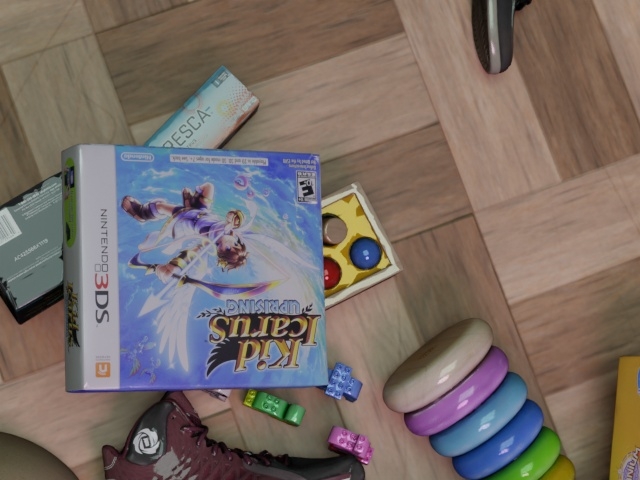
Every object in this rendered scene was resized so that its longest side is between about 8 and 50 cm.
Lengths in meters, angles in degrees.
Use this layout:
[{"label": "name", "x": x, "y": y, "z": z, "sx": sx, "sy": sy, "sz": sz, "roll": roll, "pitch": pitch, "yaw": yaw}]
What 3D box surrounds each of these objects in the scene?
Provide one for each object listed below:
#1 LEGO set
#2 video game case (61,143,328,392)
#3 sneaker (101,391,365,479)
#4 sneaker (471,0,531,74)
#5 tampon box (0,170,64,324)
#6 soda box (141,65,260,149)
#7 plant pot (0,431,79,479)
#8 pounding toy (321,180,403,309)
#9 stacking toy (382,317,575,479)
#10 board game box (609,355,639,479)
[{"label": "LEGO set", "x": -0.030, "y": 0.154, "z": 1.899, "sx": 0.227, "sy": 0.093, "sz": 0.087, "roll": 23, "pitch": 75, "yaw": -4}, {"label": "video game case", "x": -0.125, "y": 0.030, "z": 1.788, "sx": 0.270, "sy": 0.061, "sz": 0.244, "roll": 1, "pitch": 84, "yaw": -26}, {"label": "sneaker", "x": -0.102, "y": 0.224, "z": 1.881, "sx": 0.281, "sy": 0.106, "sz": 0.162, "roll": -13, "pitch": 82, "yaw": -8}, {"label": "sneaker", "x": 0.237, "y": -0.295, "z": 1.998, "sx": 0.118, "sy": 0.083, "sz": 0.222, "roll": 3, "pitch": 81, "yaw": -7}, {"label": "tampon box", "x": -0.293, "y": 0.010, "z": 1.853, "sx": 0.120, "sy": 0.161, "sz": 0.101, "roll": -31, "pitch": 88, "yaw": -11}, {"label": "soda box", "x": -0.150, "y": -0.104, "z": 1.938, "sx": 0.063, "sy": 0.058, "sz": 0.183, "roll": 44, "pitch": 79, "yaw": 0}, {"label": "plant pot", "x": -0.359, "y": 0.332, "z": 1.790, "sx": 0.284, "sy": 0.191, "sz": 0.284, "roll": 1, "pitch": 83, "yaw": -8}, {"label": "pounding toy", "x": 0.000, "y": 0.000, "z": 1.922, "sx": 0.130, "sy": 0.100, "sz": 0.141, "roll": -27, "pitch": 87, "yaw": -10}, {"label": "stacking toy", "x": 0.217, "y": 0.250, "z": 1.915, "sx": 0.141, "sy": 0.141, "sz": 0.330, "roll": -39, "pitch": 96, "yaw": -10}, {"label": "board game box", "x": 0.420, "y": 0.295, "z": 1.909, "sx": 0.242, "sy": 0.064, "sz": 0.316, "roll": 11, "pitch": 81, "yaw": -30}]
